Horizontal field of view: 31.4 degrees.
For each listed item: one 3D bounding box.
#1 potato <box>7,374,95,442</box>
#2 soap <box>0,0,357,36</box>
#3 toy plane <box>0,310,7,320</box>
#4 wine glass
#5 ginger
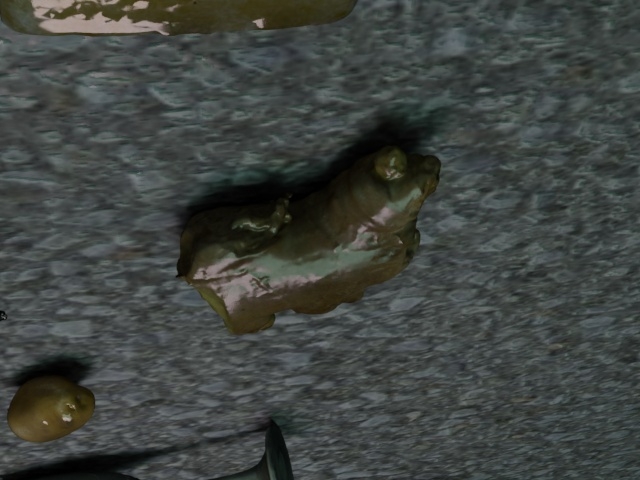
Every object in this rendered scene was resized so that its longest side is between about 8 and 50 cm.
[{"bbox_3d":[-0.234,0.147,0.998,0.083,0.062,0.068,-5,-168,41],"label":"potato"},{"bbox_3d":[-0.049,-0.193,0.414,0.173,0.089,0.274,-5,152,-11],"label":"soap"},{"bbox_3d":[-0.269,0.022,0.775,0.121,0.049,0.031,15,146,-9],"label":"toy plane"},{"bbox_3d":[-0.167,0.329,1.267,0.310,0.096,0.264,-14,136,7],"label":"wine glass"},{"bbox_3d":[0.001,0.002,0.805,0.213,0.074,0.137,-26,148,16],"label":"ginger"}]
